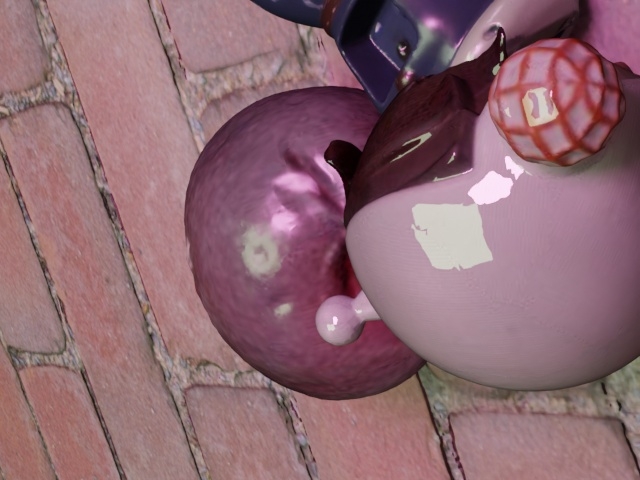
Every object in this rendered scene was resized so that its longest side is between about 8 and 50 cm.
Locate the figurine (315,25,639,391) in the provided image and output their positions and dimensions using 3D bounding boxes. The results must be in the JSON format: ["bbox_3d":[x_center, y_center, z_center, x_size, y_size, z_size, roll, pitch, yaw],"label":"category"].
[{"bbox_3d":[0.167,-0.009,0.621,0.370,0.281,0.167,-1,76,27],"label":"figurine"}]

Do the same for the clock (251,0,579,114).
[{"bbox_3d":[0.035,-0.175,0.780,0.243,0.146,0.199,47,146,13],"label":"clock"}]

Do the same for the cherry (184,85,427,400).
[{"bbox_3d":[0.000,0.000,0.891,0.266,0.184,0.213,-139,43,-63],"label":"cherry"}]
